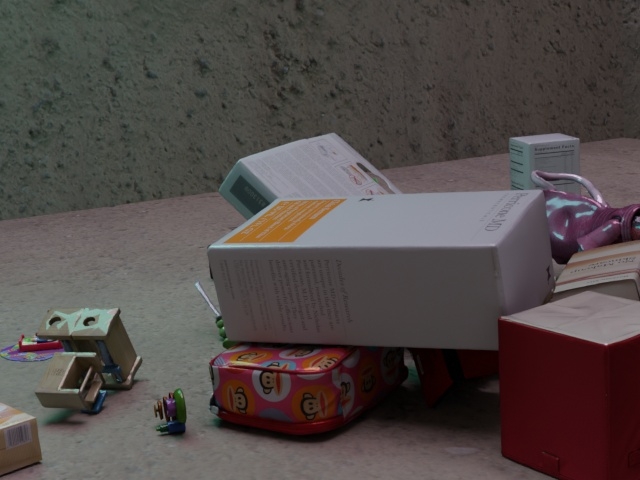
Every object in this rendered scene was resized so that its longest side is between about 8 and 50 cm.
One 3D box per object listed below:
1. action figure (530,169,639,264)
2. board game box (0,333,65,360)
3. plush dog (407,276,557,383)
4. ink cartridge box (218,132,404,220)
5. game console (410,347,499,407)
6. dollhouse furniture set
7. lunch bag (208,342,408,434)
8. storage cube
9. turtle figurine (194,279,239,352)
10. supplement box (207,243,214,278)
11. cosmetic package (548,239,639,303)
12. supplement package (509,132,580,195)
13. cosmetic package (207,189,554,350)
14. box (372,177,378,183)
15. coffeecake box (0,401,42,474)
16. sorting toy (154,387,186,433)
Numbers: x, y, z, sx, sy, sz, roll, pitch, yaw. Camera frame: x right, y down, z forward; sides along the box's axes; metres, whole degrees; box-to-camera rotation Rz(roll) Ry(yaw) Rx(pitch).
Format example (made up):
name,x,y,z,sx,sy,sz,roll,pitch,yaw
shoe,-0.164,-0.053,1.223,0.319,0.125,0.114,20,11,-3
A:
name,x,y,z,sx,sy,sz,roll,pitch,yaw
action figure,0.599,-0.024,2.261,0.248,0.276,0.370,-1,-3,-18
board game box,-0.519,0.185,2.138,0.133,0.033,0.168,6,15,38
plush dog,0.241,0.142,1.828,0.225,0.211,0.262,-32,28,-26
ink cartridge box,0.028,-0.057,2.160,0.308,0.091,0.385,43,28,12
game console,0.207,0.166,1.709,0.085,0.124,0.144,11,43,-25
dollhouse furniture set,-0.392,0.215,1.823,0.129,0.129,0.184,-1,42,17
lunch bag,-0.031,0.191,1.735,0.258,0.120,0.293,3,14,33
storage cube,0.354,0.187,1.455,0.183,0.193,0.215,-12,15,-34
turtle figurine,-0.140,0.100,2.048,0.198,0.275,0.266,-36,9,14
supplement box,-0.154,0.049,2.553,0.188,0.081,0.104,8,17,44
cosmetic package,0.490,0.099,1.930,0.153,0.129,0.296,-12,8,21
supplement package,0.554,-0.133,2.799,0.139,0.244,0.134,-6,12,-11
cosmetic package,0.090,0.040,1.675,0.453,0.162,0.230,-1,21,28
box,0.000,0.000,2.372,0.262,0.231,0.127,-4,12,0
coffeecake box,-0.502,0.279,1.594,0.142,0.068,0.185,-15,16,-41
sorting toy,-0.222,0.251,1.659,0.042,0.061,0.102,-8,-11,-15
